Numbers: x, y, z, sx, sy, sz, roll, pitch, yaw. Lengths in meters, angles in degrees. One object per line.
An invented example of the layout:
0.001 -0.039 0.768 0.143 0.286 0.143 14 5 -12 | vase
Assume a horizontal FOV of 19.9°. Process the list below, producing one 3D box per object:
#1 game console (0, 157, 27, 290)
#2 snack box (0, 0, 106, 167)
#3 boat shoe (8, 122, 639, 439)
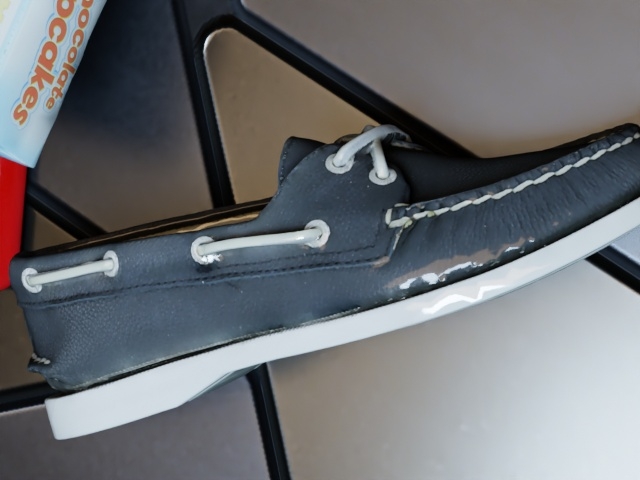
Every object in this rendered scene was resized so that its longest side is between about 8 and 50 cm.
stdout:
-0.206 -0.052 0.883 0.124 0.085 0.144 4 93 -14 | game console
-0.231 -0.171 0.822 0.322 0.060 0.187 21 86 25 | snack box
0.000 0.000 0.770 0.302 0.114 0.091 -20 91 16 | boat shoe
